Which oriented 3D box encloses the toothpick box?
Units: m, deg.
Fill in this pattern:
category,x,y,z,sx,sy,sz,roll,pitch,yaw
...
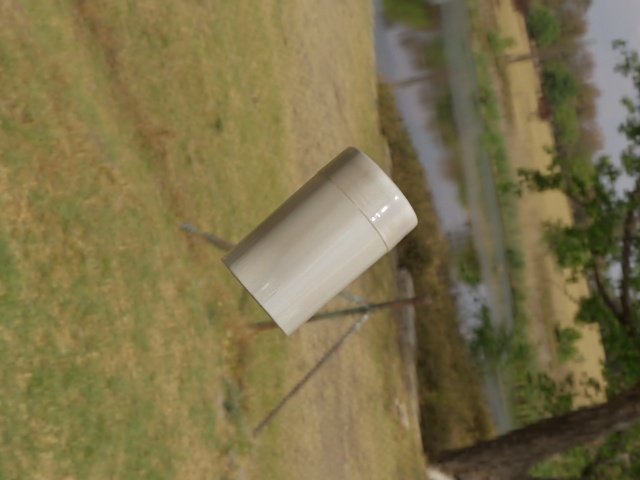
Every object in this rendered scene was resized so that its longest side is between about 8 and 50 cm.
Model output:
category,x,y,z,sx,sy,sz,roll,pitch,yaw
toothpick box,0.000,0.000,1.040,0.111,0.180,0.111,48,-6,6
